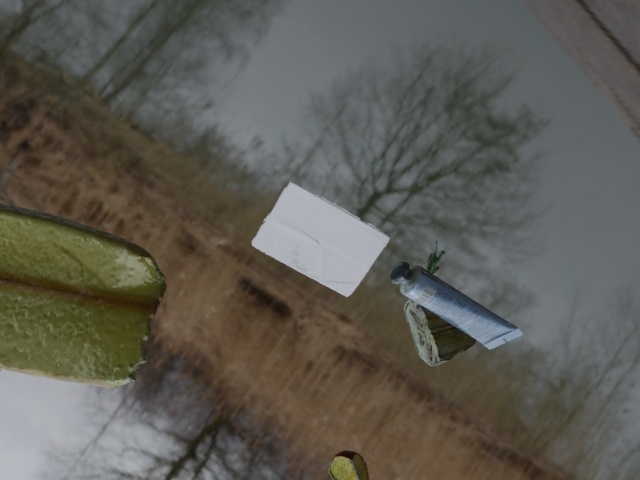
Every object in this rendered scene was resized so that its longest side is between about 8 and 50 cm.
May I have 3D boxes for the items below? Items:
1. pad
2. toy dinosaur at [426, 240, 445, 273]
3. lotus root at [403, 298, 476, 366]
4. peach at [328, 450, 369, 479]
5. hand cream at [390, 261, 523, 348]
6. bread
[{"bbox_3d":[0.000,0.000,1.925,0.232,0.156,0.004,29,-161,-15],"label":"pad"},{"bbox_3d":[0.227,0.047,2.039,0.029,0.060,0.120,27,145,11],"label":"toy dinosaur"},{"bbox_3d":[0.236,0.167,1.920,0.144,0.143,0.070,-3,161,-33],"label":"lotus root"},{"bbox_3d":[0.062,0.446,1.953,0.083,0.077,0.050,34,-153,12],"label":"peach"},{"bbox_3d":[0.240,0.121,1.811,0.271,0.058,0.091,32,137,-23],"label":"hand cream"},{"bbox_3d":[-0.419,0.069,1.402,0.361,0.233,0.245,8,177,37],"label":"bread"}]
